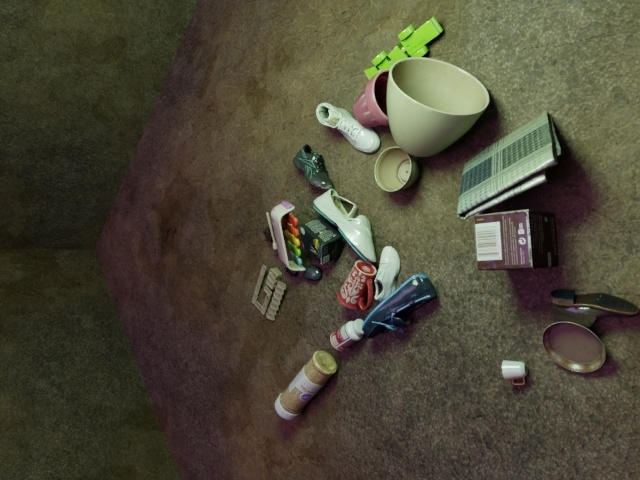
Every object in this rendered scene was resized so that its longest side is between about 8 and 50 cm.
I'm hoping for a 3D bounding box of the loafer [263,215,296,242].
[{"bbox_3d":[-0.180,-0.052,2.319,0.220,0.080,0.078,-29,79,45],"label":"loafer"}]

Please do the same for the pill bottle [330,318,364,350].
[{"bbox_3d":[0.116,0.379,2.000,0.152,0.086,0.086,-41,62,36],"label":"pill bottle"}]

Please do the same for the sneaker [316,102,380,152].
[{"bbox_3d":[0.097,-0.452,1.989,0.292,0.169,0.108,46,117,34],"label":"sneaker"}]

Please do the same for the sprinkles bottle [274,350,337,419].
[{"bbox_3d":[-0.067,0.630,2.147,0.121,0.121,0.355,54,123,31],"label":"sprinkles bottle"}]

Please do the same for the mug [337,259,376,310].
[{"bbox_3d":[0.161,0.179,1.936,0.150,0.113,0.169,32,121,17],"label":"mug"}]

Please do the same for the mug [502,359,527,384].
[{"bbox_3d":[0.611,0.407,1.546,0.064,0.078,0.062,-14,46,35],"label":"mug"}]

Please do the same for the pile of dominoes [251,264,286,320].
[{"bbox_3d":[-0.240,0.255,2.404,0.196,0.040,0.251,42,125,36],"label":"pile of dominoes"}]

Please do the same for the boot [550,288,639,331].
[{"bbox_3d":[0.767,0.207,1.398,0.219,0.082,0.106,10,120,36],"label":"boot"}]

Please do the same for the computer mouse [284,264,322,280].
[{"bbox_3d":[-0.086,0.140,2.237,0.242,0.041,0.071,4,92,45],"label":"computer mouse"}]

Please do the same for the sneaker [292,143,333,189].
[{"bbox_3d":[-0.027,-0.319,2.153,0.267,0.101,0.106,48,118,34],"label":"sneaker"}]

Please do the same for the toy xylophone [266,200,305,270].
[{"bbox_3d":[-0.155,-0.022,2.184,0.236,0.081,0.322,-134,32,-54],"label":"toy xylophone"}]

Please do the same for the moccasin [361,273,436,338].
[{"bbox_3d":[0.280,0.265,1.811,0.342,0.138,0.116,-52,60,31],"label":"moccasin"}]

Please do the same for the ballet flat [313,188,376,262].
[{"bbox_3d":[0.116,-0.078,1.999,0.400,0.139,0.139,48,120,35],"label":"ballet flat"}]

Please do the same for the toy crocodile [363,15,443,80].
[{"bbox_3d":[0.301,-0.701,1.849,0.115,0.105,0.341,45,129,-14],"label":"toy crocodile"}]

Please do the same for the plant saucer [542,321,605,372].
[{"bbox_3d":[0.723,0.298,1.412,0.169,0.029,0.168,26,132,33],"label":"plant saucer"}]

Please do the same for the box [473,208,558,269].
[{"bbox_3d":[0.582,0.002,1.475,0.167,0.203,0.168,-7,85,44],"label":"box"}]

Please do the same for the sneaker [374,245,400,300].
[{"bbox_3d":[0.243,0.127,1.878,0.080,0.094,0.212,4,91,46],"label":"sneaker"}]

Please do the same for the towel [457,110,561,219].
[{"bbox_3d":[0.563,-0.222,1.493,0.056,0.312,0.324,43,130,-16],"label":"towel"}]

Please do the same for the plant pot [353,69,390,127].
[{"bbox_3d":[0.224,-0.512,1.862,0.180,0.202,0.201,-12,80,59],"label":"plant pot"}]

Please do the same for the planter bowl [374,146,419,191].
[{"bbox_3d":[0.296,-0.256,1.827,0.162,0.109,0.161,-2,86,45],"label":"planter bowl"}]

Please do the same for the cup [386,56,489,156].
[{"bbox_3d":[0.360,-0.423,1.665,0.331,0.331,0.236,54,148,31],"label":"cup"}]

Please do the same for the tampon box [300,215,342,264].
[{"bbox_3d":[0.000,0.000,2.086,0.161,0.102,0.120,42,146,37],"label":"tampon box"}]

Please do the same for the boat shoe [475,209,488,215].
[{"bbox_3d":[0.535,-0.085,1.638,0.040,0.049,0.142,-7,85,25],"label":"boat shoe"}]
